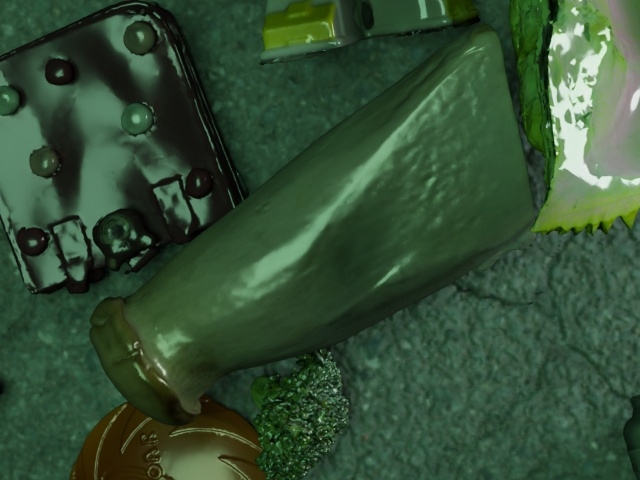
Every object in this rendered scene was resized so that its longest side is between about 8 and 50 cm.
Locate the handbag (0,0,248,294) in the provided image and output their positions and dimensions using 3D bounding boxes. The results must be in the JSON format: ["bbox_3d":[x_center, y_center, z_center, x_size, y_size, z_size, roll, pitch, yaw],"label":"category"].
[{"bbox_3d":[-0.185,-0.075,1.452,0.203,0.074,0.216,-21,85,12],"label":"handbag"}]

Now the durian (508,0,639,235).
[{"bbox_3d":[0.210,-0.167,1.308,0.158,0.169,0.352,-10,73,24],"label":"durian"}]

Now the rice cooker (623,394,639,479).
[{"bbox_3d":[0.351,0.190,1.247,0.280,0.241,0.227,-24,81,42],"label":"rice cooker"}]

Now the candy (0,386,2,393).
[{"bbox_3d":[-0.404,0.085,1.483,0.145,0.070,0.275,-38,74,-29],"label":"candy"}]

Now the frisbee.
[{"bbox_3d":[-0.125,0.223,1.457,0.192,0.035,0.192,0,89,13],"label":"frisbee"}]

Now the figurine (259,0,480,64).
[{"bbox_3d":[0.007,-0.287,1.357,0.143,0.308,0.308,-8,87,51],"label":"figurine"}]

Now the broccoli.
[{"bbox_3d":[-0.022,0.142,1.420,0.095,0.092,0.097,-33,123,-20],"label":"broccoli"}]

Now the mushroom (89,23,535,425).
[{"bbox_3d":[0.007,0.005,1.374,0.407,0.137,0.154,-36,117,9],"label":"mushroom"}]
